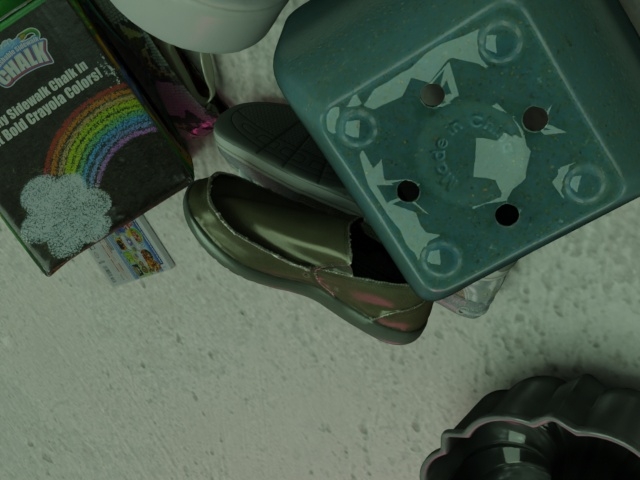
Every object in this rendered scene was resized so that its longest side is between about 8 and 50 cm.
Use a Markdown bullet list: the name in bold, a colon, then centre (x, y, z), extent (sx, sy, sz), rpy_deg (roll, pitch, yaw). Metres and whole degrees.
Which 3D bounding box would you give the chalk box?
- **chalk box**: centre (-0.279, -0.142, 1.044), extent (0.289, 0.180, 0.179), rpy_deg (57, 179, -12)

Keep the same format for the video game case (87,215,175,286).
- **video game case**: centre (-0.246, 0.011, 1.299), extent (0.122, 0.011, 0.087), rpy_deg (-16, 111, 41)

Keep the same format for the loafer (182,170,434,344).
- **loafer**: centre (0.000, 0.000, 0.919), extent (0.251, 0.094, 0.087), rpy_deg (26, 130, -12)

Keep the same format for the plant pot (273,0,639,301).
- **plant pot**: centre (0.110, -0.097, 0.749), extent (0.247, 0.252, 0.248), rpy_deg (-29, 104, 20)

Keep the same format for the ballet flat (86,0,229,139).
- **ballet flat**: centre (-0.160, -0.205, 1.045), extent (0.079, 0.077, 0.221), rpy_deg (-21, 114, 23)

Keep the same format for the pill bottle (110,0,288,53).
- **pill bottle**: centre (-0.041, -0.323, 0.772), extent (0.204, 0.204, 0.361), rpy_deg (41, 135, 2)

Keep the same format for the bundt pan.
- **bundt pan**: centre (0.272, 0.267, 1.056), extent (0.330, 0.124, 0.331), rpy_deg (18, 131, 22)

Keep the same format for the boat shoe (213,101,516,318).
- **boat shoe**: centre (0.035, -0.032, 1.004), extent (0.320, 0.118, 0.103), rpy_deg (26, 129, 7)
